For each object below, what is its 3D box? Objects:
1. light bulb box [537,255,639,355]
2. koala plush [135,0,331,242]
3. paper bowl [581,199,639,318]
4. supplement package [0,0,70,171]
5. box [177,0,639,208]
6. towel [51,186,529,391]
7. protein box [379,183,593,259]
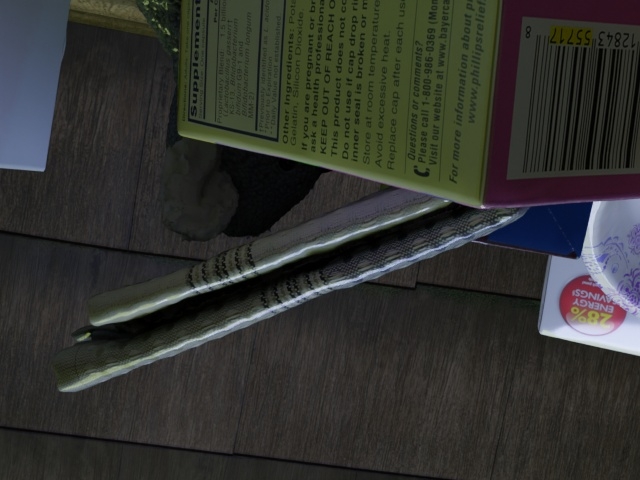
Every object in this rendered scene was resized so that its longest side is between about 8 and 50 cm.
[{"bbox_3d":[0.473,-0.021,1.265,0.358,0.225,0.361,11,-156,17],"label":"light bulb box"},{"bbox_3d":[-0.051,-0.105,0.753,0.203,0.221,0.196,11,-173,7],"label":"koala plush"},{"bbox_3d":[0.381,-0.048,0.971,0.284,0.284,0.148,11,-131,9],"label":"paper bowl"},{"bbox_3d":[-0.344,-0.168,0.754,0.198,0.199,0.263,15,-172,34],"label":"supplement package"},{"bbox_3d":[0.079,-0.096,0.530,0.213,0.117,0.243,-5,-165,-35],"label":"box"},{"bbox_3d":[0.000,0.000,0.750,0.324,0.056,0.312,-23,-178,16],"label":"towel"},{"bbox_3d":[0.159,-0.104,0.984,0.136,0.200,0.201,10,-173,-13],"label":"protein box"}]
